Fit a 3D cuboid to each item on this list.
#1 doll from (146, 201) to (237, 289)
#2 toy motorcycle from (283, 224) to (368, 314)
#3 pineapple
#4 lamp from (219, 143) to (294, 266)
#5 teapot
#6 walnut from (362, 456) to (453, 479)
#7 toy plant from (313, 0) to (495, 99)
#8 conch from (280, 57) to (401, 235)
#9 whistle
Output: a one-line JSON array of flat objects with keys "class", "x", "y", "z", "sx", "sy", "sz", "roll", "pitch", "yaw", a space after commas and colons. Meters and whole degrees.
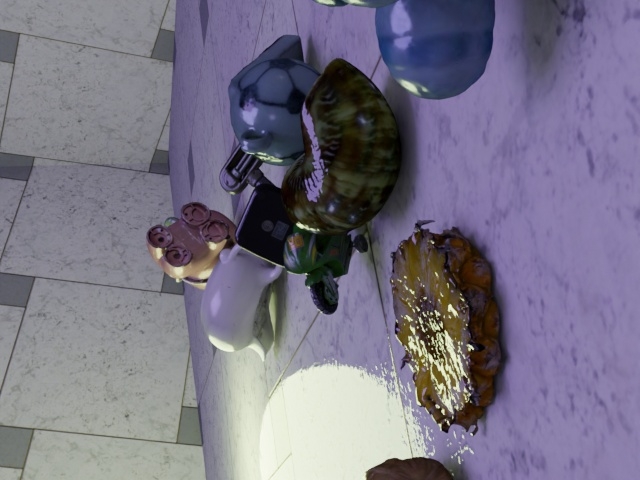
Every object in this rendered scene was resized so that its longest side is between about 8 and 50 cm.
[{"class": "doll", "x": -0.293, "y": 0.040, "z": 2.002, "sx": 0.284, "sy": 0.216, "sz": 0.268, "roll": 44, "pitch": 152, "yaw": 21}, {"class": "toy motorcycle", "x": 0.000, "y": 0.000, "z": 1.064, "sx": 0.106, "sy": 0.074, "sz": 0.190, "roll": 47, "pitch": -143, "yaw": -33}, {"class": "pineapple", "x": 0.120, "y": 0.080, "z": 0.806, "sx": 0.221, "sy": 0.047, "sz": 0.221, "roll": 174, "pitch": 90, "yaw": -76}, {"class": "lamp", "x": -0.066, "y": -0.105, "z": 1.395, "sx": 0.203, "sy": 0.125, "sz": 0.283, "roll": -64, "pitch": 22, "yaw": 20}, {"class": "teapot", "x": -0.143, "y": 0.107, "z": 1.618, "sx": 0.204, "sy": 0.139, "sz": 0.298, "roll": -62, "pitch": -14, "yaw": -45}, {"class": "walnut", "x": 0.087, "y": 0.265, "z": 0.845, "sx": 0.124, "sy": 0.105, "sz": 0.105, "roll": 116, "pitch": 148, "yaw": -62}, {"class": "toy plant", "x": 0.077, "y": -0.269, "z": 0.609, "sx": 0.247, "sy": 0.247, "sz": 0.332, "roll": -139, "pitch": 42, "yaw": -70}, {"class": "conch", "x": 0.030, "y": -0.093, "z": 0.972, "sx": 0.181, "sy": 0.124, "sz": 0.187, "roll": 104, "pitch": -171, "yaw": -77}, {"class": "whistle", "x": -0.041, "y": -0.200, "z": 1.218, "sx": 0.289, "sy": 0.164, "sz": 0.163, "roll": -56, "pitch": -18, "yaw": -48}]
